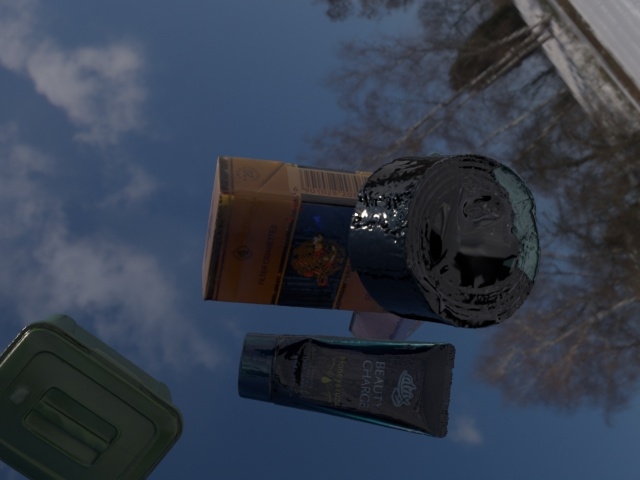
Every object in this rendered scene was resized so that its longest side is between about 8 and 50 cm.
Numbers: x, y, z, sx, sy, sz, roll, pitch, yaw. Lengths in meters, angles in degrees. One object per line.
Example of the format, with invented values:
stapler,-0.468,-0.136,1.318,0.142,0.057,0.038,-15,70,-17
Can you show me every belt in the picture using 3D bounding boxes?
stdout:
belt,0.115,-0.002,0.661,0.199,0.078,0.151,12,-96,-42

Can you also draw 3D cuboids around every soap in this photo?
soap,0.186,0.059,1.379,0.107,0.285,0.296,44,163,13

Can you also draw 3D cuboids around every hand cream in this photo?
hand cream,0.032,0.176,0.978,0.061,0.271,0.120,21,-105,-84

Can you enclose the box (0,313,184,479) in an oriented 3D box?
box,-0.433,0.296,1.367,0.329,0.252,0.178,40,-176,-15

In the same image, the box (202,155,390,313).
box,0.000,0.000,0.809,0.238,0.152,0.070,6,-140,-10
